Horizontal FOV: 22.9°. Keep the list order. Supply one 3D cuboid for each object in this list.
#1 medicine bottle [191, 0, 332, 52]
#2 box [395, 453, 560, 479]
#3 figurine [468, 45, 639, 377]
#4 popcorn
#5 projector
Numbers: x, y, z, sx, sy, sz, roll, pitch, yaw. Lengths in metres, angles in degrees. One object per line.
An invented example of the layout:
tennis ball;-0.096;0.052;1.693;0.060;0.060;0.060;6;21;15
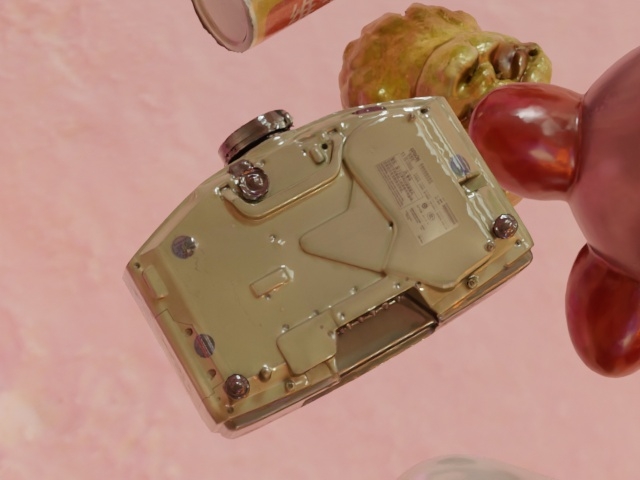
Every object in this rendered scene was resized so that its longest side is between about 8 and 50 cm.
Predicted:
medicine bottle;0.070;-0.305;1.451;0.426;0.108;0.108;-34;89;-25
box;0.197;0.314;1.159;0.141;0.288;0.349;-50;47;18
figurine;0.304;-0.065;1.322;0.261;0.211;0.270;-25;101;31
popcorn;0.123;-0.130;1.555;0.200;0.203;0.226;-6;82;-7
projector;0.000;0.000;1.136;0.269;0.088;0.193;-29;80;-15
